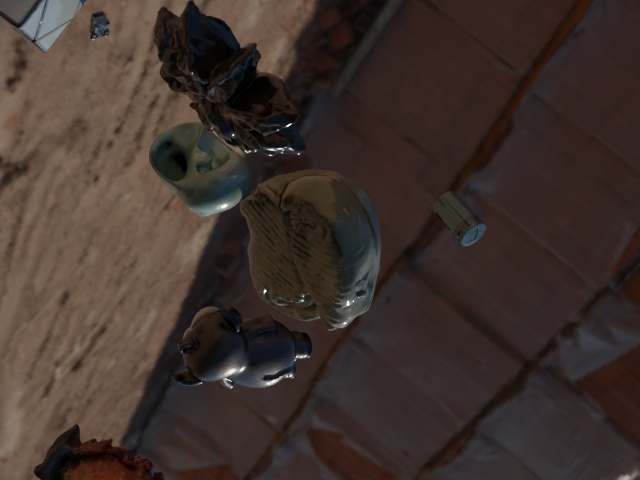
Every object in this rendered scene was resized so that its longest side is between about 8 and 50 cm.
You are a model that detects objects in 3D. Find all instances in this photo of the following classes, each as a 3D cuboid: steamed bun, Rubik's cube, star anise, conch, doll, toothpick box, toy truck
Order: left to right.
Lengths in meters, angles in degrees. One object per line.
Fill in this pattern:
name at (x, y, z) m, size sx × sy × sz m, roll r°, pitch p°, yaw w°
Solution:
Rubik's cube at (-0.611, -0.544, 2.090) m, size 0.207 × 0.205 × 0.205 m, roll -52°, pitch 178°, yaw -4°
toy truck at (-0.489, -0.473, 2.220) m, size 0.039 × 0.044 × 0.083 m, roll -22°, pitch 172°, yaw -22°
conch at (-0.242, -0.138, 1.998) m, size 0.185 × 0.221 × 0.121 m, roll -4°, pitch 133°, yaw -41°
star anise at (-0.155, -0.246, 1.643) m, size 0.117 × 0.331 × 0.332 m, roll -50°, pitch 176°, yaw -15°
doll at (-0.136, 0.187, 1.753) m, size 0.257 × 0.117 × 0.182 m, roll 14°, pitch 122°, yaw -35°
steamed bun at (0.008, 0.002, 2.098) m, size 0.219 × 0.309 × 0.324 m, roll -34°, pitch 123°, yaw -37°
toothpick box at (0.230, -0.037, 1.679) m, size 0.052 × 0.083 × 0.052 m, roll -26°, pitch 146°, yaw -19°

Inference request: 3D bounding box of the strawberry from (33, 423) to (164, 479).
strawberry at (-0.209, 0.368, 1.089) m, size 0.233 × 0.306 × 0.138 m, roll -52°, pitch 162°, yaw -9°
